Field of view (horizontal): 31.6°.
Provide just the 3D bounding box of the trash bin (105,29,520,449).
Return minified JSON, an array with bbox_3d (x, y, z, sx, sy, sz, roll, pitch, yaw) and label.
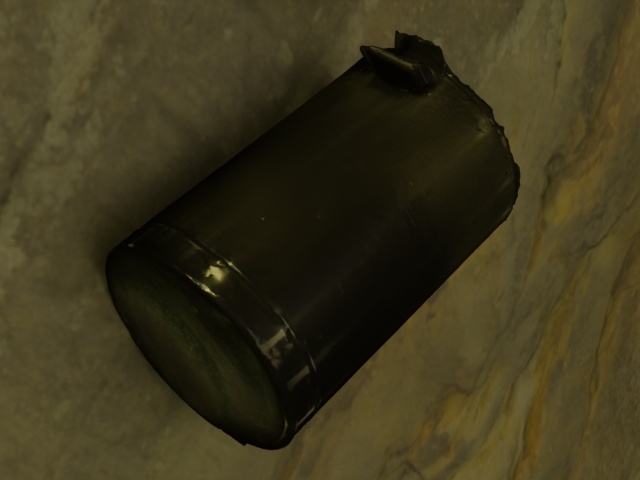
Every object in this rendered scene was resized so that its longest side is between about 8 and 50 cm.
[{"bbox_3d":[0.000,0.000,0.940,0.301,0.203,0.252,-42,145,-29],"label":"trash bin"}]
